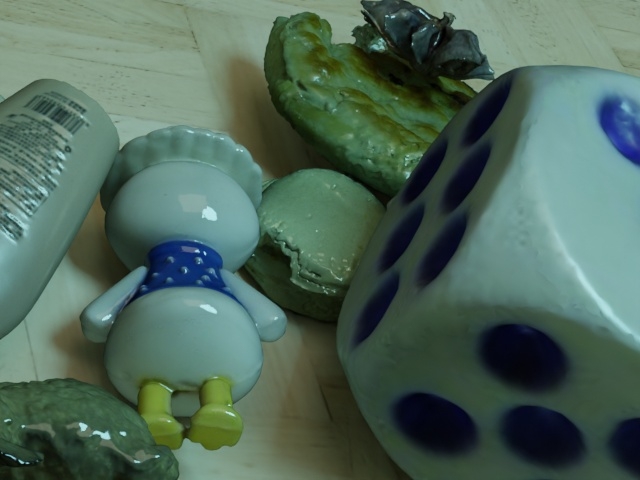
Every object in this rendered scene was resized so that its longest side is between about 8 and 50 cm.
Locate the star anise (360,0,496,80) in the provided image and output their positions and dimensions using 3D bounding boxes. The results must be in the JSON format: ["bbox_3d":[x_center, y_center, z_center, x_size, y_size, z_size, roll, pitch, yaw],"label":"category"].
[{"bbox_3d":[0.103,-0.161,1.495,0.124,0.056,0.129,25,6,-30],"label":"star anise"}]

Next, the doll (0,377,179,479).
[{"bbox_3d":[-0.191,0.075,0.792,0.202,0.286,0.091,5,72,22],"label":"doll"}]

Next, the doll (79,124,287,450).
[{"bbox_3d":[-0.095,0.024,1.231,0.138,0.119,0.293,-3,45,-4],"label":"doll"}]

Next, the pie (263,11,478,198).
[{"bbox_3d":[0.086,-0.093,1.506,0.302,0.067,0.302,26,22,-12],"label":"pie"}]

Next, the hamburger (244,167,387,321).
[{"bbox_3d":[0.000,0.000,1.361,0.133,0.062,0.140,-7,50,-37],"label":"hamburger"}]

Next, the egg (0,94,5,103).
[{"bbox_3d":[-0.255,-0.081,1.288,0.071,0.071,0.083,-15,49,-44],"label":"egg"}]

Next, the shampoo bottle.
[{"bbox_3d":[-0.230,-0.003,1.173,0.127,0.078,0.257,34,49,3],"label":"shampoo bottle"}]

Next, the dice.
[{"bbox_3d":[0.172,0.046,1.222,0.251,0.243,0.259,35,45,-12],"label":"dice"}]
